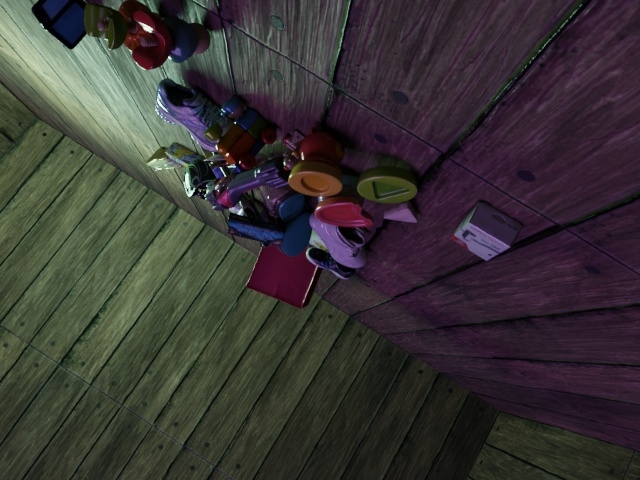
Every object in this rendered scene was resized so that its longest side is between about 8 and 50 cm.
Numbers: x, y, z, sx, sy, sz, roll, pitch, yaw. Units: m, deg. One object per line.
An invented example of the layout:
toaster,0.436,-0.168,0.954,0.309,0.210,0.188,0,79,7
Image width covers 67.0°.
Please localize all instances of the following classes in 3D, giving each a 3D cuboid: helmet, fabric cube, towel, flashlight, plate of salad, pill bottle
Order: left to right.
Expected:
helmet,-0.437,-0.234,1.832,0.169,0.169,0.161,52,-168,-54
plate of salad,-0.241,-0.231,1.419,0.200,0.048,0.200,-2,-169,0
towel,-0.268,-0.157,1.698,0.324,0.056,0.312,59,174,26
flashlight,-0.203,-0.164,1.409,0.304,0.103,0.103,-12,121,35
pill bottle,-0.284,-0.109,2.050,0.194,0.108,0.108,34,167,-5
fabric cube,-0.138,0.129,2.086,0.259,0.254,0.258,22,179,6

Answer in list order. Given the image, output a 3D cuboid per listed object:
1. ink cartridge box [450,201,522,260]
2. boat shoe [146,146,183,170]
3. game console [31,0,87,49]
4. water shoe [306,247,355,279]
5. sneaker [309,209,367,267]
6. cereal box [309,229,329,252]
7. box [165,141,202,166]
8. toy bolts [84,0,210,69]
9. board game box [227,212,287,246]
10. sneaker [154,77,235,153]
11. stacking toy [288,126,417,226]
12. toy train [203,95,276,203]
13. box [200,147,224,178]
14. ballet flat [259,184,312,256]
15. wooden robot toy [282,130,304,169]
ink cartridge box,0.347,-0.017,1.027,0.099,0.056,0.135,32,167,7
boat shoe,-0.682,-0.348,2.124,0.089,0.104,0.285,44,162,-32
game console,-0.619,-0.555,1.182,0.071,0.122,0.107,32,166,1
water shoe,0.044,0.075,1.878,0.203,0.072,0.080,28,146,-8
sneaker,0.099,0.016,1.618,0.292,0.108,0.169,44,166,-36
cereal box,0.000,0.000,1.916,0.240,0.047,0.173,25,166,31
box,-0.535,-0.329,1.943,0.169,0.059,0.054,29,168,16
toy bolts,-0.328,-0.454,0.962,0.228,0.158,0.218,39,129,18
board game box,-0.210,-0.033,1.584,0.186,0.026,0.126,14,156,-5
sneaker,-0.333,-0.343,1.333,0.283,0.110,0.122,28,154,-2
stacking toy,0.095,-0.147,1.152,0.280,0.130,0.309,1,160,15
toy train,-0.236,-0.230,1.207,0.143,0.248,0.105,45,163,-28
box,-0.380,-0.274,1.706,0.136,0.028,0.081,60,175,35
ballet flat,-0.125,-0.111,1.650,0.182,0.164,0.482,52,168,19
wooden robot toy,-0.076,-0.215,1.247,0.076,0.079,0.173,32,166,4
